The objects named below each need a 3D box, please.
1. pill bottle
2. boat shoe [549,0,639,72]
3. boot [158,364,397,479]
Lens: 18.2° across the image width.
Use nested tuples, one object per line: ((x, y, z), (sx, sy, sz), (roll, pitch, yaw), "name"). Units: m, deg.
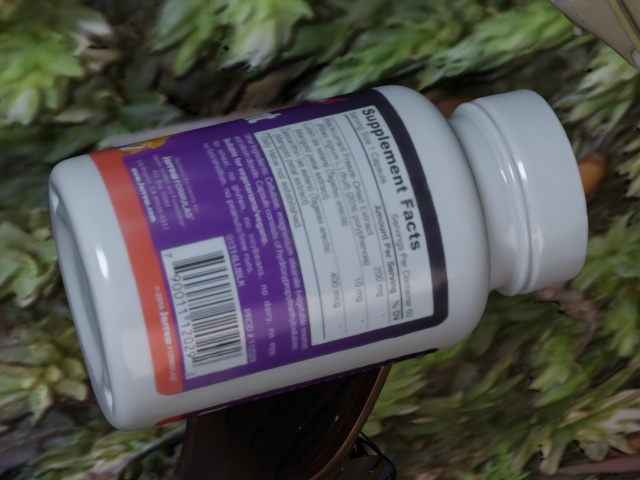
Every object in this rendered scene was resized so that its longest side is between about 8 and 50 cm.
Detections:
((0.000, 0.000, 0.776), (0.193, 0.108, 0.108), (-14, 144, -14), "pill bottle")
((0.134, -0.112, 0.726), (0.098, 0.109, 0.302), (6, 159, 30), "boat shoe")
((-0.006, 0.086, 0.942), (0.106, 0.082, 0.219), (-15, 147, -52), "boot")
